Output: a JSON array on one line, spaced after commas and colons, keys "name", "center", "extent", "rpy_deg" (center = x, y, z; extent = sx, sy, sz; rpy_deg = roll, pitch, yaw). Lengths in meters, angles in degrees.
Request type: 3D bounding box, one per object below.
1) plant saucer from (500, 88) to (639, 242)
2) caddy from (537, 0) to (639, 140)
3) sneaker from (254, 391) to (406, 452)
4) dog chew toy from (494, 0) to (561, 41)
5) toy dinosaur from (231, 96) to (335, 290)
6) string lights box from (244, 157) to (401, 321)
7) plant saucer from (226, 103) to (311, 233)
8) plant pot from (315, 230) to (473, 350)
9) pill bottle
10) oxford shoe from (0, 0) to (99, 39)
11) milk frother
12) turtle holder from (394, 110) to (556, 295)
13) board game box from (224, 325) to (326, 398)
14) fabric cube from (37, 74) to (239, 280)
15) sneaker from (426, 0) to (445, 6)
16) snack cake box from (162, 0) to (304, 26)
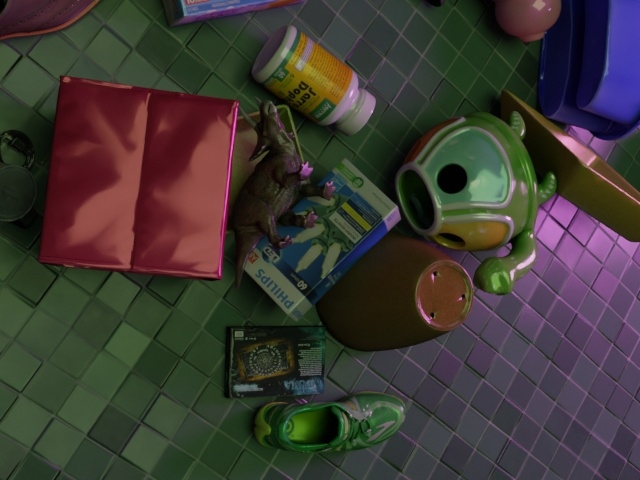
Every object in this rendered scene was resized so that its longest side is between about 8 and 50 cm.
[{"name": "plant saucer", "center": [0.508, -0.130, 1.700], "extent": [0.333, 0.333, 0.081], "rpy_deg": [27, 111, -31]}, {"name": "caddy", "center": [0.584, -0.378, 1.764], "extent": [0.179, 0.241, 0.341], "rpy_deg": [6, 87, -22]}, {"name": "sneaker", "center": [0.032, 0.335, 1.544], "extent": [0.295, 0.123, 0.109], "rpy_deg": [-1, 90, -27]}, {"name": "dog chew toy", "center": [0.390, -0.559, 1.700], "extent": [0.206, 0.206, 0.332], "rpy_deg": [-21, 107, -25]}, {"name": "toy dinosaur", "center": [-0.082, -0.069, 1.445], "extent": [0.121, 0.160, 0.314], "rpy_deg": [13, 95, -50]}, {"name": "string lights box", "center": [0.000, 0.000, 1.492], "extent": [0.259, 0.077, 0.133], "rpy_deg": [-45, 72, -4]}, {"name": "plant saucer", "center": [-0.121, -0.125, 1.517], "extent": [0.188, 0.045, 0.188], "rpy_deg": [-19, 98, -26]}, {"name": "plant pot", "center": [0.147, 0.092, 1.533], "extent": [0.237, 0.254, 0.237], "rpy_deg": [0, 90, -25]}, {"name": "pill bottle", "center": [-0.008, -0.277, 1.535], "extent": [0.208, 0.117, 0.118], "rpy_deg": [33, 75, -23]}, {"name": "oxford shoe", "center": [-0.448, -0.375, 1.308], "extent": [0.363, 0.132, 0.130], "rpy_deg": [-35, 104, -23]}, {"name": "milk frother", "center": [-0.469, -0.102, 1.294], "extent": [0.129, 0.134, 0.143], "rpy_deg": [36, 75, -54]}, {"name": "turtle holder", "center": [0.273, -0.070, 1.606], "extent": [0.227, 0.243, 0.320], "rpy_deg": [-17, 103, -27]}, {"name": "board game box", "center": [-0.079, 0.215, 1.545], "extent": [0.186, 0.026, 0.126], "rpy_deg": [3, 88, -27]}, {"name": "fabric cube", "center": [-0.270, -0.078, 1.302], "extent": [0.259, 0.254, 0.258], "rpy_deg": [6, 85, -12]}, {"name": "sneaker", "center": [0.203, -0.543, 1.677], "extent": [0.170, 0.051, 0.089], "rpy_deg": [47, 72, -9]}, {"name": "snack cake box", "center": [-0.147, -0.469, 1.484], "extent": [0.264, 0.089, 0.152], "rpy_deg": [-19, 98, -26]}]
